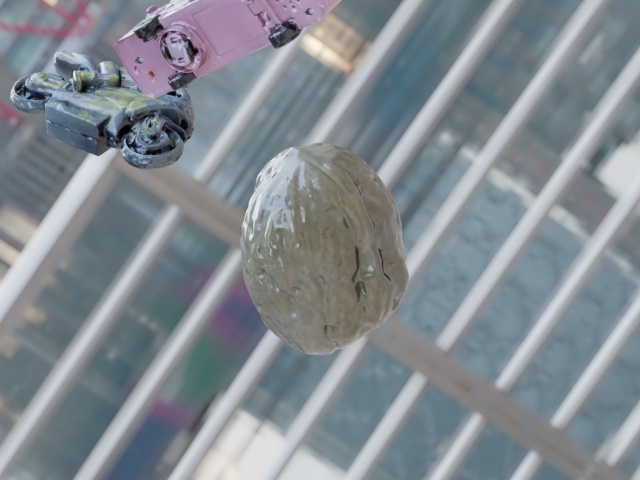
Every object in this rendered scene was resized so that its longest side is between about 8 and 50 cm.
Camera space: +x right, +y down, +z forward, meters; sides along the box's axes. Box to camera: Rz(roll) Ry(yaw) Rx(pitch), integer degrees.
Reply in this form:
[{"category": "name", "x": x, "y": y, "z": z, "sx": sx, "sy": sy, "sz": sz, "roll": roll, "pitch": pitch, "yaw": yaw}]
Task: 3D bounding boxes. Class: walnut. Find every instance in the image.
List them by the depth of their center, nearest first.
[{"category": "walnut", "x": 0.001, "y": 0.001, "z": 1.995, "sx": 0.178, "sy": 0.230, "sz": 0.178, "roll": -11, "pitch": 33, "yaw": 7}]

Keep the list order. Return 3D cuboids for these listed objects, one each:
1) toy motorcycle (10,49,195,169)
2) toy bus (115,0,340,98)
[{"category": "toy motorcycle", "x": -0.175, "y": -0.120, "z": 1.719, "sx": 0.124, "sy": 0.193, "sz": 0.061, "roll": -34, "pitch": -42, "yaw": -39}, {"category": "toy bus", "x": -0.062, "y": -0.170, "z": 1.466, "sx": 0.203, "sy": 0.063, "sz": 0.090, "roll": -20, "pitch": 20, "yaw": 41}]
